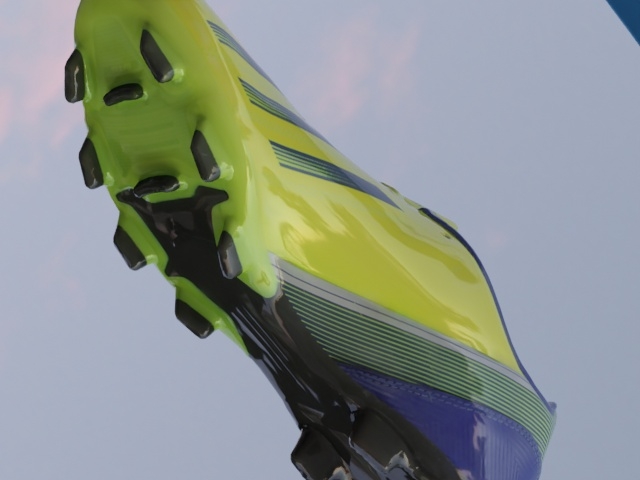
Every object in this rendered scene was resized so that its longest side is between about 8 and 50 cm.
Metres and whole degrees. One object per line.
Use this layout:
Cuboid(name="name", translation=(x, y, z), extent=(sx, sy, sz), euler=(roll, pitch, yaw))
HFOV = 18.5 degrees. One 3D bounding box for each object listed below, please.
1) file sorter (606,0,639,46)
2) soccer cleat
Cuboid(name="file sorter", translation=(0.215, -0.154, 0.875), extent=(0.170, 0.104, 0.118), euler=(-48, -115, 36))
Cuboid(name="soccer cleat", translation=(0.000, 0.001, 0.834), extent=(0.093, 0.289, 0.121), euler=(-19, -160, 51))
